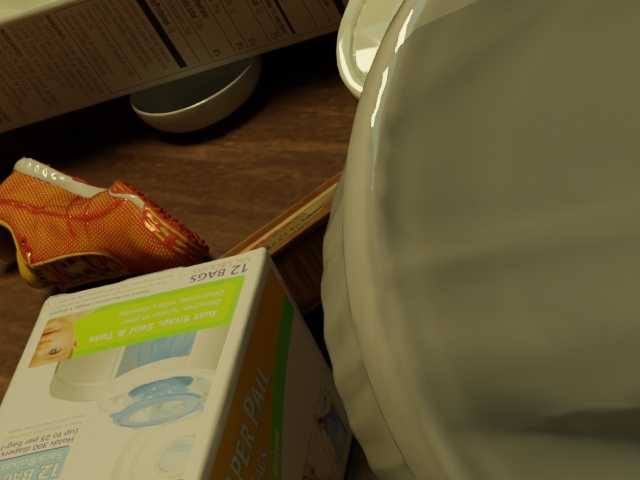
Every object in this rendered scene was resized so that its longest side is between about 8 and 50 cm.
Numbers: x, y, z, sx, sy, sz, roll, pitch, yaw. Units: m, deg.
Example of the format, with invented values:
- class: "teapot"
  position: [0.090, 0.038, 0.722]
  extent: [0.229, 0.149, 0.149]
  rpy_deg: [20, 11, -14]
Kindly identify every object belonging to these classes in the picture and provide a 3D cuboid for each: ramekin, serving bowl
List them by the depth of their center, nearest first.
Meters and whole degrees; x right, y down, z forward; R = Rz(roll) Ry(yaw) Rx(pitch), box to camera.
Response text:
- class: "ramekin"
  position: [0.123, 0.013, 0.612]
  extent: [0.273, 0.273, 0.127]
  rpy_deg: [-41, -1, -21]
- class: "serving bowl"
  position: [-0.070, -0.089, 1.102]
  extent: [0.083, 0.027, 0.083]
  rpy_deg: [-18, 32, 12]

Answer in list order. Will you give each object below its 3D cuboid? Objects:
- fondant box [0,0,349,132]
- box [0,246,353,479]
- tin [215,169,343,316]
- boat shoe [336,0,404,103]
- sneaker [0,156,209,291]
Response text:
- class: "fondant box"
  position: [-0.103, -0.211, 1.123]
  extent: [0.330, 0.096, 0.238]
  rpy_deg: [-15, 51, 13]
- class: "box"
  position: [-0.068, 0.113, 0.736]
  extent: [0.114, 0.103, 0.203]
  rpy_deg: [-13, 34, 21]
- class: "tin"
  position: [0.000, 0.000, 0.875]
  extent: [0.189, 0.040, 0.106]
  rpy_deg: [-36, 12, -24]
- class: "boat shoe"
  position: [0.128, -0.157, 1.012]
  extent: [0.116, 0.099, 0.319]
  rpy_deg: [31, 64, 23]
- class: "sneaker"
  position: [-0.121, 0.003, 0.992]
  extent: [0.175, 0.064, 0.067]
  rpy_deg: [10, 67, 51]
